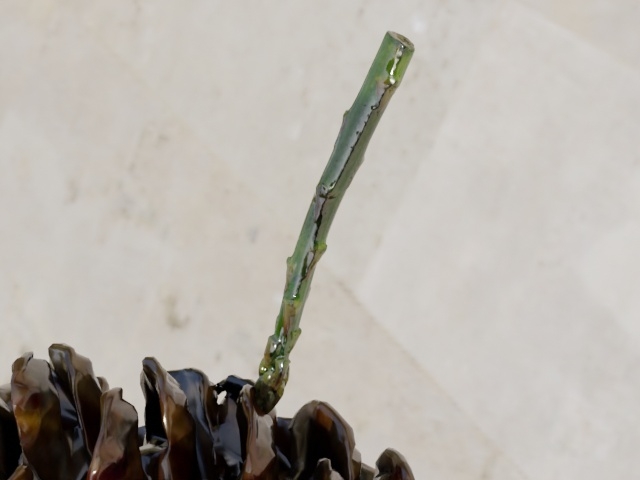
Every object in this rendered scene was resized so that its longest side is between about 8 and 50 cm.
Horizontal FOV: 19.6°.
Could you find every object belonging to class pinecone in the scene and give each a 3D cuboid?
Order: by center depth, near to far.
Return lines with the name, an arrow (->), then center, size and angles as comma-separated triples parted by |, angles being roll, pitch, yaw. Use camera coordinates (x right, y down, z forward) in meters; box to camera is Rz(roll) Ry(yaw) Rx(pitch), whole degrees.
pinecone -> -0.060, 0.154, 0.703 | 0.224, 0.272, 0.224 | -40, 27, 26

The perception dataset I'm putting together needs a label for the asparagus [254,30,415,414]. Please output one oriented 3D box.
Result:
asparagus -> 0.000, 0.000, 0.657 | 0.016, 0.016, 0.162 | -116, 41, -56
